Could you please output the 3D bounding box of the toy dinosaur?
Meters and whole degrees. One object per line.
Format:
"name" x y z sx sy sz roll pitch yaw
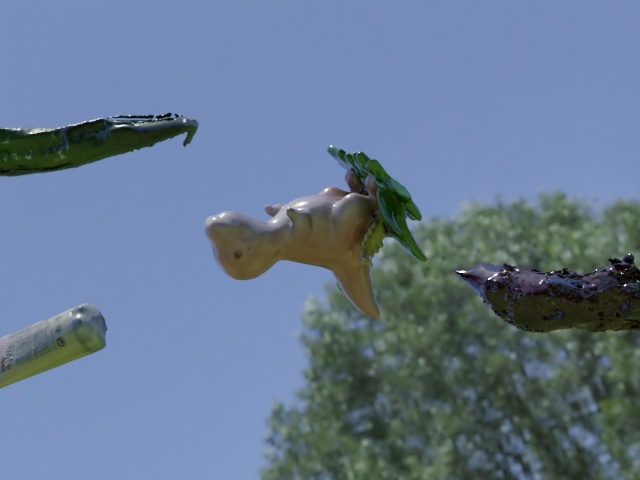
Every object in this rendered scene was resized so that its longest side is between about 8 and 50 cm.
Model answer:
"toy dinosaur" 0.004 0.003 1.588 0.177 0.152 0.194 -48 -60 -8

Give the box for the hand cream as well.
"hand cream" -0.235 0.093 1.306 0.143 0.061 0.039 -22 -45 21

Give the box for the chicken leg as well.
"chicken leg" 0.252 0.052 1.596 0.234 0.105 0.063 -2 -70 -1

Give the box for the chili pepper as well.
"chili pepper" -0.333 -0.119 2.030 0.359 0.076 0.085 -4 -39 1
